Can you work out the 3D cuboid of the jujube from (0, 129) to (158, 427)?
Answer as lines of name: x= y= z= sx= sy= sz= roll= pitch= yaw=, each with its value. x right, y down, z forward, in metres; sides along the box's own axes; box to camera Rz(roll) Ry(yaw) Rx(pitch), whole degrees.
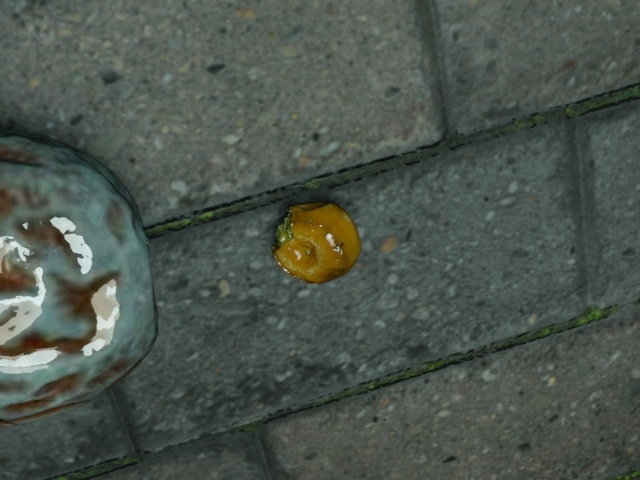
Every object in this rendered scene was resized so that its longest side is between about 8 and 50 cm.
jujube: x=-0.288 y=0.032 z=0.861 sx=0.308 sy=0.215 sz=0.246 roll=-10 pitch=120 yaw=-8

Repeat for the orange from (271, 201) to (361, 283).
orange: x=0.000 y=0.000 z=1.010 sx=0.086 sy=0.062 sz=0.086 roll=17 pitch=129 yaw=22
